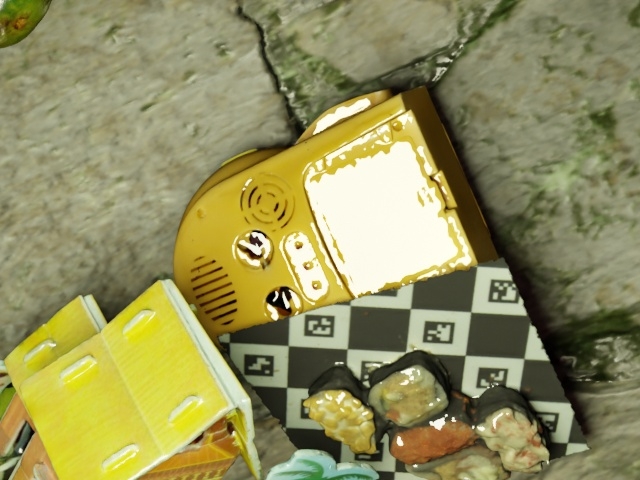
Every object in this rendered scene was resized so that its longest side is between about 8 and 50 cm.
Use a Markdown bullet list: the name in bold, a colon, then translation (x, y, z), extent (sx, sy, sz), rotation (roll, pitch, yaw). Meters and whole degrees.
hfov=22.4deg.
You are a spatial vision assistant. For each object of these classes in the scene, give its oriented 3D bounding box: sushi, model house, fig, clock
- **sushi**: translation (0.090, 0.170, 1.588), extent (0.294, 0.059, 0.292), rotation (-18, 126, 18)
- **model house**: translation (-0.141, 0.164, 1.557), extent (0.300, 0.340, 0.323), rotation (58, 134, 29)
- **fig**: translation (-0.364, -0.282, 1.678), extent (0.117, 0.117, 0.177), rotation (-44, 79, 4)
- **clock**: translation (0.000, 0.000, 1.635), extent (0.317, 0.200, 0.244), rotation (-22, 88, 11)
